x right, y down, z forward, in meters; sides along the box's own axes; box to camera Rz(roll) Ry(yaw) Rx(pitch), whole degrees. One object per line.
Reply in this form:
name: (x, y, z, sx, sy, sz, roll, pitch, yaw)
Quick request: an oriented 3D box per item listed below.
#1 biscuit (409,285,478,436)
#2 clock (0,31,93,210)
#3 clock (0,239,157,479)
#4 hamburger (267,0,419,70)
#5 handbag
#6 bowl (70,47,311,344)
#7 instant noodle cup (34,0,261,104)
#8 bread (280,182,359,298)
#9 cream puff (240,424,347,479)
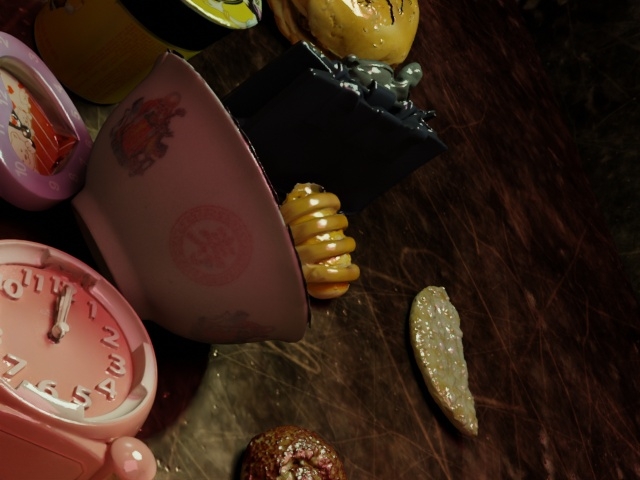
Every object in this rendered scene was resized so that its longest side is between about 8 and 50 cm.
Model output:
biscuit: (0.199, 0.185, 1.389, 0.141, 0.038, 0.290, 34, 38, -35)
clock: (-0.319, -0.116, 0.879, 0.172, 0.064, 0.198, 31, 39, -62)
clock: (-0.261, 0.111, 0.720, 0.227, 0.142, 0.241, 34, 28, -30)
hamburger: (0.045, -0.465, 1.546, 0.304, 0.174, 0.284, 38, 50, -29)
handbag: (0.021, -0.172, 1.215, 0.325, 0.269, 0.118, 17, 49, -48)
bowl: (-0.164, -0.011, 0.871, 0.157, 0.345, 0.346, -27, 85, -18)
instant noodle cup: (-0.221, -0.289, 1.000, 0.215, 0.236, 0.216, 35, 40, -35)
bread: (0.000, 0.000, 1.224, 0.119, 0.084, 0.177, -7, 74, -56)
cream puff: (-0.024, 0.283, 0.949, 0.149, 0.084, 0.149, 34, 39, -32)
